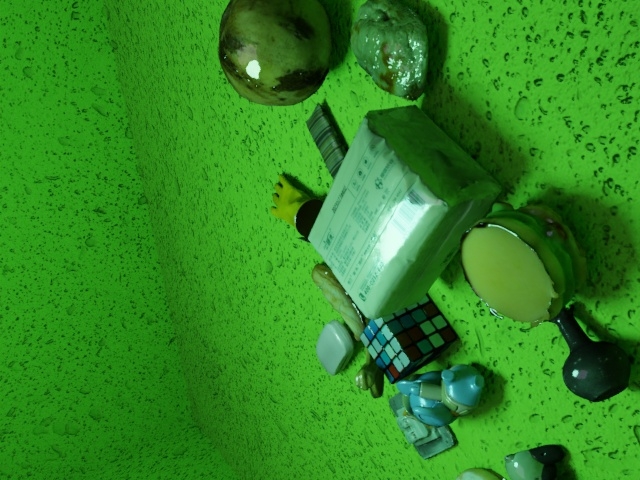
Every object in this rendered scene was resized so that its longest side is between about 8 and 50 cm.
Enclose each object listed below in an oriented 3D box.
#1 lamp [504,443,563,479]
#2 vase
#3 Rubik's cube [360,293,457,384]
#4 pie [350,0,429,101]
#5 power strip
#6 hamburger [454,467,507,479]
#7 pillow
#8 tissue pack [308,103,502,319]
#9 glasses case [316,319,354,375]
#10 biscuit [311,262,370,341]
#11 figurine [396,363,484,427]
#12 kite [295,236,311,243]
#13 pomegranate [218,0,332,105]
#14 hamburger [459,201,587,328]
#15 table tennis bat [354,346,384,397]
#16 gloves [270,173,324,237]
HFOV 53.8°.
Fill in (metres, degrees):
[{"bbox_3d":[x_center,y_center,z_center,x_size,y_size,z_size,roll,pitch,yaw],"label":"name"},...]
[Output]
[{"bbox_3d":[0.479,0.576,1.355,0.198,0.197,0.244,124,142,-56],"label":"lamp"},{"bbox_3d":[0.485,0.201,1.165,0.120,0.120,0.183,110,146,-50],"label":"vase"},{"bbox_3d":[0.216,0.241,1.583,0.155,0.154,0.151,57,149,21],"label":"Rubik's cube"},{"bbox_3d":[0.147,-0.403,1.351,0.248,0.089,0.201,50,149,36],"label":"pie"},{"bbox_3d":[0.265,0.517,1.771,0.198,0.064,0.213,56,148,17],"label":"power strip"},{"bbox_3d":[0.382,0.736,1.598,0.261,0.186,0.303,61,152,15],"label":"hamburger"},{"bbox_3d":[0.022,-0.260,1.704,0.204,0.038,0.113,65,154,9],"label":"pillow"},{"bbox_3d":[0.162,-0.059,1.383,0.297,0.207,0.380,53,138,25],"label":"tissue pack"},{"bbox_3d":[0.043,0.342,1.993,0.113,0.075,0.297,56,159,20],"label":"glasses case"},{"bbox_3d":[0.064,0.173,1.901,0.299,0.045,0.154,52,154,28],"label":"biscuit"},{"bbox_3d":[0.291,0.374,1.538,0.262,0.179,0.154,106,155,-58],"label":"figurine"},{"bbox_3d":[0.000,0.000,1.843,0.156,0.139,0.011,8,103,16],"label":"kite"},{"bbox_3d":[-0.111,-0.482,1.540,0.322,0.322,0.322,37,138,43],"label":"pomegranate"},{"bbox_3d":[0.386,0.030,1.173,0.237,0.148,0.237,42,149,33],"label":"hamburger"},{"bbox_3d":[0.141,0.338,1.697,0.321,0.050,0.199,-11,-84,-77],"label":"table tennis bat"},{"bbox_3d":[-0.084,-0.112,1.942,0.294,0.116,0.133,37,111,56],"label":"gloves"}]
